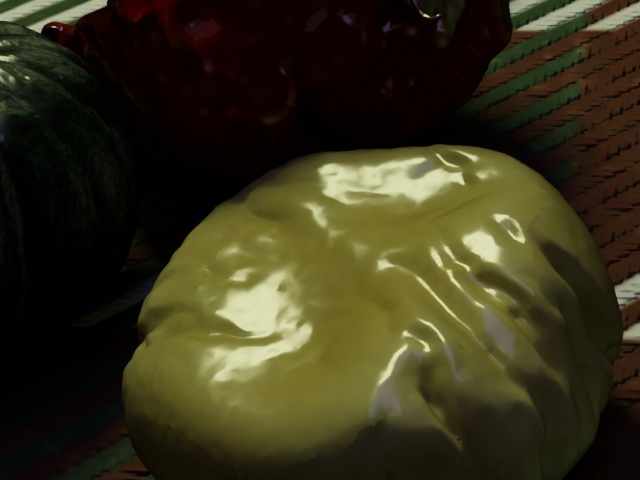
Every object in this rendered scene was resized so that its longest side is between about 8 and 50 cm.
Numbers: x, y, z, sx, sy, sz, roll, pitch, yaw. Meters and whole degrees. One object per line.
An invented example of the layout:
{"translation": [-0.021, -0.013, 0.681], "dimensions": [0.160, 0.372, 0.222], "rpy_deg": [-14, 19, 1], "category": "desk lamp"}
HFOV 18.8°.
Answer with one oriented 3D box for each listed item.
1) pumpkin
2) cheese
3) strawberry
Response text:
{"translation": [-0.203, -0.025, 0.992], "dimensions": [0.220, 0.162, 0.220], "rpy_deg": [3, 30, -2], "category": "pumpkin"}
{"translation": [0.019, 0.053, 0.888], "dimensions": [0.226, 0.117, 0.214], "rpy_deg": [1, 38, 28], "category": "cheese"}
{"translation": [-0.024, -0.097, 1.046], "dimensions": [0.280, 0.150, 0.253], "rpy_deg": [-23, 6, 19], "category": "strawberry"}
